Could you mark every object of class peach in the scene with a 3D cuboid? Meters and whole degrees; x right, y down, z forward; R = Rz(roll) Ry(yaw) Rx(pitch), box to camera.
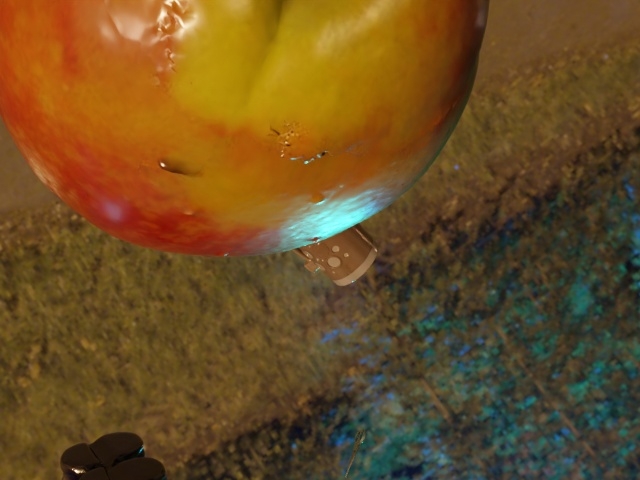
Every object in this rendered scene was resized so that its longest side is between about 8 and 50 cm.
[{"bbox_3d":[-0.068,-0.158,0.652,0.370,0.370,0.370,-32,161,-13],"label":"peach"}]

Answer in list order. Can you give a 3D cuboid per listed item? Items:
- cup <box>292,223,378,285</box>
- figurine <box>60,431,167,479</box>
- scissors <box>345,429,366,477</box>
[{"bbox_3d":[0.006,-0.006,1.118,0.074,0.099,0.102,-50,-157,-13],"label":"cup"},{"bbox_3d":[-0.224,0.378,0.971,0.205,0.185,0.332,-27,119,-20],"label":"figurine"},{"bbox_3d":[0.055,0.347,1.496,0.083,0.006,0.036,-67,-167,-20],"label":"scissors"}]
